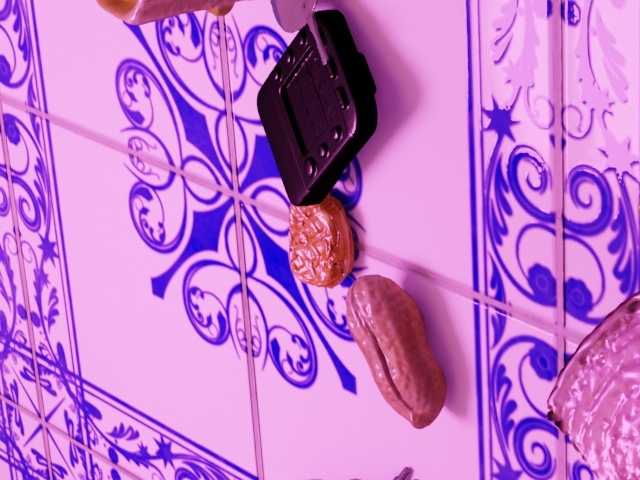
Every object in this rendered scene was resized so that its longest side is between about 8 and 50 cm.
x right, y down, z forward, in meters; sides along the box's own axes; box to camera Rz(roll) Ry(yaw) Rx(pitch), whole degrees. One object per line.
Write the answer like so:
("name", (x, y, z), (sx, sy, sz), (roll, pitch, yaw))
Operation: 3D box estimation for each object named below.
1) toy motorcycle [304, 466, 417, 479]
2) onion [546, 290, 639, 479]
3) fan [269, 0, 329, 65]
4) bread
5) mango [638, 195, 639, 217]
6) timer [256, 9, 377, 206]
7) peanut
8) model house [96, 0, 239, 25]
("toy motorcycle", (-0.005, 0.319, 2.232), (0.263, 0.157, 0.091), (-15, 99, 56))
("onion", (0.352, 0.151, 1.729), (0.247, 0.111, 0.250), (-50, 55, 27))
("fan", (-0.017, -0.243, 2.005), (0.113, 0.005, 0.175), (-58, 40, 43))
("bread", (0.000, 0.000, 2.140), (0.083, 0.044, 0.110), (23, 123, 43))
("mango", (0.314, -0.044, 1.699), (0.073, 0.056, 0.108), (28, 127, 34))
("timer", (0.001, -0.135, 2.050), (0.187, 0.055, 0.144), (-50, 53, 53))
("peanut", (0.082, 0.114, 2.073), (0.080, 0.080, 0.174), (-13, 103, 54))
("model house", (-0.131, -0.326, 1.992), (0.175, 0.193, 0.234), (24, 122, 40))
